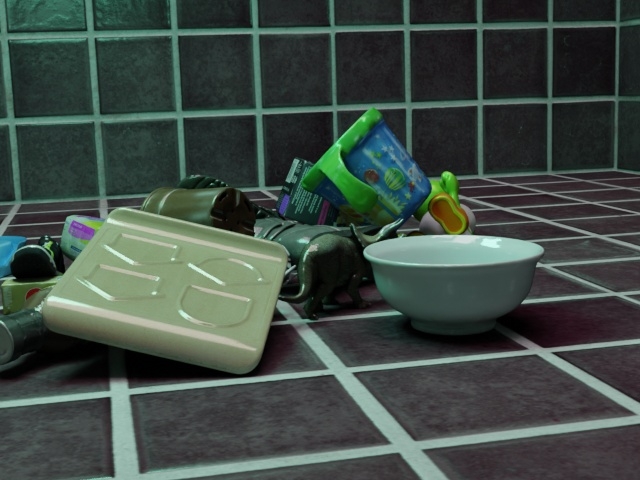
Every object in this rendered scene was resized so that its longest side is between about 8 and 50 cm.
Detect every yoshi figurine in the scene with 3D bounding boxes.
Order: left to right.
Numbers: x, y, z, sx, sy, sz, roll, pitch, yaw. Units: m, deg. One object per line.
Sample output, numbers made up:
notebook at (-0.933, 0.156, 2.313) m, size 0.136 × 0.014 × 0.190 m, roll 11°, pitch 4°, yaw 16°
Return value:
yoshi figurine at (0.265, -0.055, 2.263) m, size 0.204 × 0.203 × 0.362 m, roll -6°, pitch 5°, yaw 14°

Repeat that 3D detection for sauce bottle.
sauce bottle at (-0.401, 0.118, 1.548) m, size 0.111 × 0.111 × 0.344 m, roll 2°, pitch 8°, yaw 23°

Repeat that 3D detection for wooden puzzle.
wooden puzzle at (-0.230, 0.084, 1.527) m, size 0.322 × 0.080 × 0.348 m, roll 13°, pitch 28°, yaw 0°

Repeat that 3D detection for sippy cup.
sippy cup at (0.114, -0.131, 2.108) m, size 0.305 × 0.224 × 0.240 m, roll -46°, pitch 0°, yaw -36°

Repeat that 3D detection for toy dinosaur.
toy dinosaur at (0.015, 0.049, 1.742) m, size 0.314 × 0.160 × 0.121 m, roll -9°, pitch 11°, yaw -41°

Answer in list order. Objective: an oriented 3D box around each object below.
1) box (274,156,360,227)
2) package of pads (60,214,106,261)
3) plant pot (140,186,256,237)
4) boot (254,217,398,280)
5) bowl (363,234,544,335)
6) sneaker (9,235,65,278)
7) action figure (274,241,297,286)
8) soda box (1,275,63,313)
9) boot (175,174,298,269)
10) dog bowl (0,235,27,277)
box at (0.047, -0.084, 2.324) m, size 0.270 × 0.143 × 0.165 m, roll 22°, pitch 5°, yaw -13°
package of pads at (-0.352, 0.023, 1.969) m, size 0.297 × 0.101 × 0.229 m, roll 10°, pitch 3°, yaw -31°
plant pot at (-0.220, -0.028, 1.799) m, size 0.165 × 0.166 × 0.167 m, roll -7°, pitch 5°, yaw 34°
boot at (0.000, 0.000, 1.981) m, size 0.223 × 0.118 × 0.338 m, roll 15°, pitch 4°, yaw 34°
bowl at (0.221, 0.077, 1.611) m, size 0.298 × 0.134 × 0.298 m, roll -2°, pitch 8°, yaw 0°
sneaker at (-0.556, 0.033, 1.908) m, size 0.084 × 0.097 × 0.234 m, roll -4°, pitch -18°, yaw -6°
action figure at (-0.147, 0.075, 1.775) m, size 0.185 × 0.099 × 0.285 m, roll -22°, pitch 7°, yaw -16°
soda box at (-0.509, 0.101, 1.845) m, size 0.181 × 0.058 × 0.061 m, roll -2°, pitch 9°, yaw -8°
boot at (-0.197, -0.048, 2.221) m, size 0.348 × 0.131 × 0.260 m, roll 32°, pitch 2°, yaw -21°
dog bowl at (-0.780, 0.048, 2.184) m, size 0.166 × 0.074 × 0.297 m, roll 0°, pitch 10°, yaw 13°
